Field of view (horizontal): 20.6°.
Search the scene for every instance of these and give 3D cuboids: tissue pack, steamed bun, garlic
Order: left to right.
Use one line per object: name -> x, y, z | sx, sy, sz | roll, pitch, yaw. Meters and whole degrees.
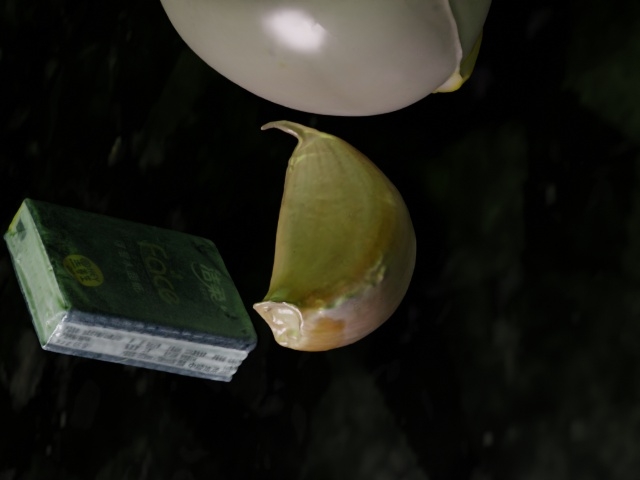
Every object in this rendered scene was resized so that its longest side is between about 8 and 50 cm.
tissue pack -> -0.215, 0.058, 1.982 | 0.081, 0.257, 0.185 | -53, 44, 28
steamed bun -> 0.000, -0.289, 1.785 | 0.374, 0.334, 0.334 | 26, 98, 38
garlic -> 0.013, -0.002, 1.801 | 0.145, 0.164, 0.245 | 132, 144, -54
